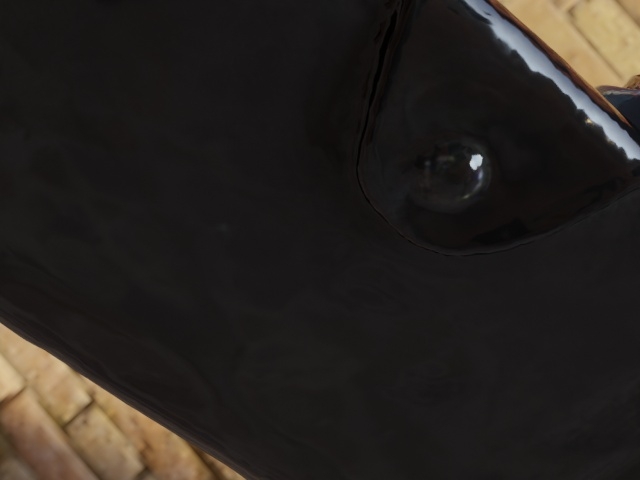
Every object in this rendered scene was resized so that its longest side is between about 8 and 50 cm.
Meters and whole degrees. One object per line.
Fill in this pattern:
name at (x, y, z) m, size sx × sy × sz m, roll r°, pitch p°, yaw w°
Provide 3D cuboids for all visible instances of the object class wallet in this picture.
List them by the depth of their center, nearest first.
wallet at (0.000, 0.000, 0.529) m, size 0.377 × 0.197 × 0.051 m, roll 38°, pitch 31°, yaw -28°

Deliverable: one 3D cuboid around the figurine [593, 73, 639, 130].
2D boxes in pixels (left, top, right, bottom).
figurine at (0.173, -0.022, 0.614) m, size 0.178 × 0.145 × 0.114 m, roll 28°, pitch 13°, yaw 23°
